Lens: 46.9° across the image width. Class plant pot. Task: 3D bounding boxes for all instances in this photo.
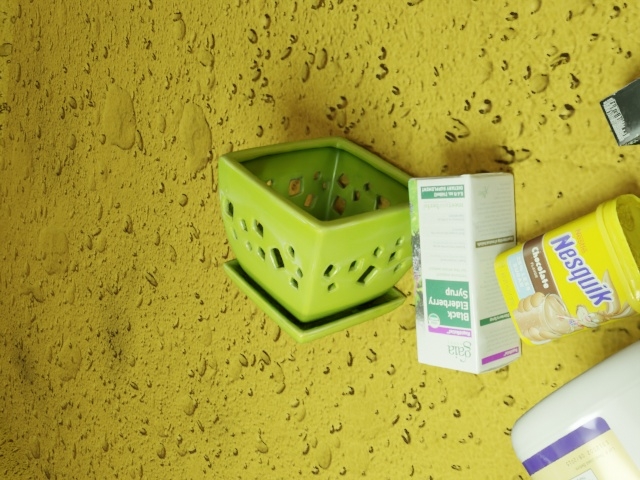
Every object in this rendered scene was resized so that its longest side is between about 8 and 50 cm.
[{"bbox_3d":[0.000,0.000,1.022,0.227,0.228,0.207,37,129,39],"label":"plant pot"}]

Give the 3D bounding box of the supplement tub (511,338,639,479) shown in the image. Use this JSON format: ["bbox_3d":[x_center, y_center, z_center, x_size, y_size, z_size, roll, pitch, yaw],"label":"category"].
[{"bbox_3d":[0.351,0.253,0.644,0.241,0.241,0.331,-50,60,40],"label":"supplement tub"}]

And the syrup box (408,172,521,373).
[{"bbox_3d":[0.179,0.037,0.914,0.093,0.096,0.236,2,96,48],"label":"syrup box"}]

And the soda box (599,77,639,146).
[{"bbox_3d":[0.360,-0.152,0.706,0.169,0.060,0.053,-32,74,45],"label":"soda box"}]

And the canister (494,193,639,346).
[{"bbox_3d":[0.286,0.040,0.812,0.170,0.073,0.126,-32,72,48],"label":"canister"}]
